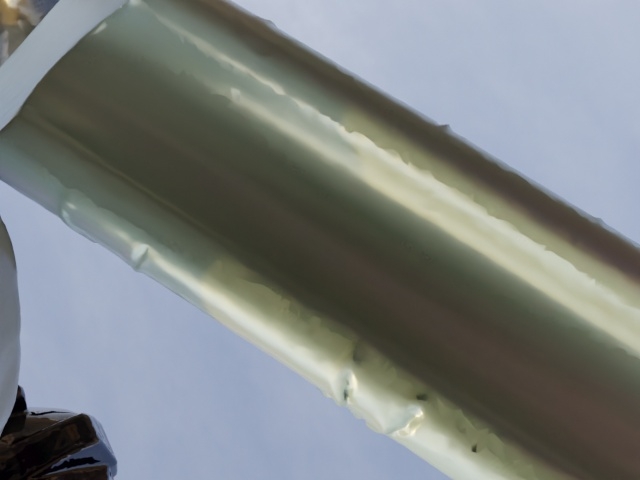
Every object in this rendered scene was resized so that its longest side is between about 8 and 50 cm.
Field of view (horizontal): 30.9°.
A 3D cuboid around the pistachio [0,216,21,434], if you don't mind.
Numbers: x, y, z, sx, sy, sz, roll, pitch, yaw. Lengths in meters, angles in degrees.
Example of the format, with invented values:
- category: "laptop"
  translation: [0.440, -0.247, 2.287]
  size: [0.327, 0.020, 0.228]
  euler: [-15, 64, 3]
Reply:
- category: "pistachio"
  translation: [-0.221, 0.077, 0.399]
  size: [0.226, 0.332, 0.208]
  euler: [6, -148, -40]

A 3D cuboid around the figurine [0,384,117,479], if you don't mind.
- category: "figurine"
  translation: [-0.230, 0.228, 0.896]
  size: [0.308, 0.308, 0.143]
  euler: [30, -126, 18]

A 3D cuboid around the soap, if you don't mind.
- category: "soap"
  translation: [0.000, 0.000, 0.429]
  size: [0.289, 0.173, 0.095]
  euler: [32, -96, 10]

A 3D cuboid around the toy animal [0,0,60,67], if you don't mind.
- category: "toy animal"
  translation: [-0.184, -0.111, 0.681]
  size: [0.121, 0.233, 0.169]
  euler: [13, -82, -14]
